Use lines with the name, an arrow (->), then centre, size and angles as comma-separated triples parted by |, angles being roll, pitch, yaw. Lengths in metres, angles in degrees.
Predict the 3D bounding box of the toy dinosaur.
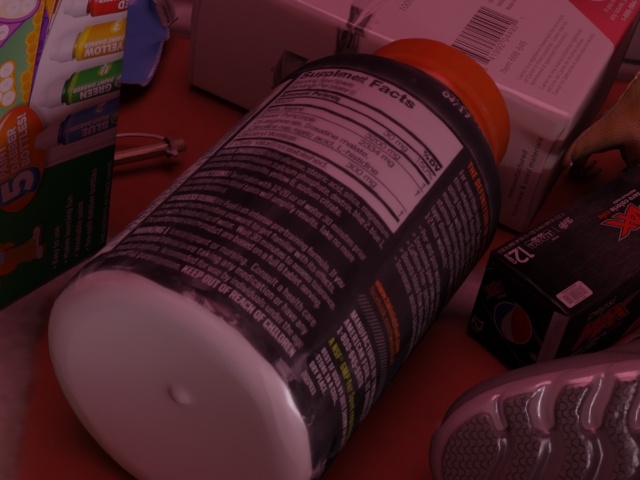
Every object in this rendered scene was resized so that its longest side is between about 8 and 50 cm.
toy dinosaur -> 0.166, -0.060, 0.750 | 0.183, 0.092, 0.053 | -28, 56, -34

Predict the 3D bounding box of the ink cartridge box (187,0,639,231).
ink cartridge box -> 0.055, -0.119, 0.789 | 0.218, 0.092, 0.158 | 26, 46, 12

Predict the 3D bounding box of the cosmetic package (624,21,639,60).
cosmetic package -> 0.305, -0.222, 0.916 | 0.224, 0.138, 0.224 | 8, 45, -4

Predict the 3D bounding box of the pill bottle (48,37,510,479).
pill bottle -> 0.000, 0.000, 0.628 | 0.130, 0.130, 0.245 | 27, 46, 16

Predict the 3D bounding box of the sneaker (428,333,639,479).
sneaker -> 0.180, 0.083, 0.629 | 0.281, 0.105, 0.115 | -4, 16, -13

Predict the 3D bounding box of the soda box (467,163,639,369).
soda box -> 0.154, 0.007, 0.703 | 0.169, 0.060, 0.053 | -27, 55, -33

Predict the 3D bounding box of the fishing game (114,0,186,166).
fishing game -> -0.178, -0.128, 0.787 | 0.189, 0.041, 0.264 | -12, 49, -20

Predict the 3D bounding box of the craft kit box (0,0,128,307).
craft kit box -> -0.184, -0.041, 0.544 | 0.247, 0.249, 0.061 | -31, 60, -35
